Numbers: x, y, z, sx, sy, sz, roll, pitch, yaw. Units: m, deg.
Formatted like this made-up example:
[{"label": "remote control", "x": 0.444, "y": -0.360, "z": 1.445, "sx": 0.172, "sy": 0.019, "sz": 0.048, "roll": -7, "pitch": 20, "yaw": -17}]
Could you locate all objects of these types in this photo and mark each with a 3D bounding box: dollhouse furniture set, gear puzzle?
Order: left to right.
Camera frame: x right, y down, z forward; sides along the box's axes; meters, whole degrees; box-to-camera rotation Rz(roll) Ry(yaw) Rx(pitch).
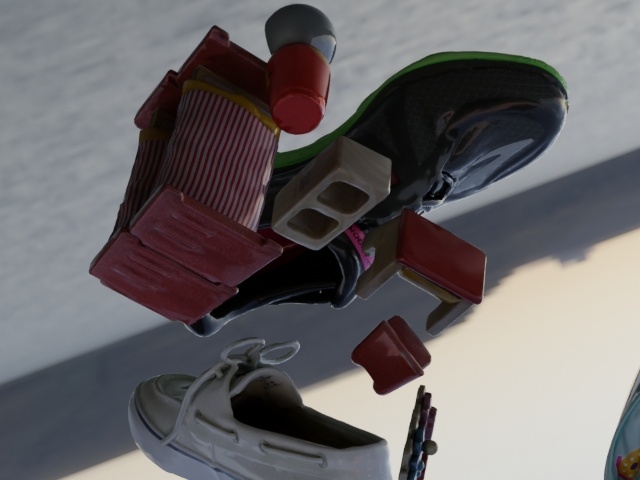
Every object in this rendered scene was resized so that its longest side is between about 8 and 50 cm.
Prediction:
[{"label": "dollhouse furniture set", "x": 0.000, "y": 0.000, "z": 1.612, "sx": 0.374, "sy": 0.201, "sz": 0.152, "roll": 28, "pitch": 138, "yaw": -22}, {"label": "gear puzzle", "x": 0.124, "y": 0.382, "z": 2.511, "sx": 0.044, "sy": 0.339, "sz": 0.175, "roll": 11, "pitch": -148, "yaw": 5}]

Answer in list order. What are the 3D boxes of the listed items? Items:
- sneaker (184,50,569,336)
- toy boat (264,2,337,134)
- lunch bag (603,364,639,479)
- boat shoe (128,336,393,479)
[{"label": "sneaker", "x": 0.047, "y": -0.032, "z": 1.852, "sx": 0.482, "sy": 0.202, "sz": 0.185, "roll": -26, "pitch": 134, "yaw": 1}, {"label": "toy boat", "x": 0.012, "y": -0.245, "z": 1.464, "sx": 0.267, "sy": 0.318, "sz": 0.148, "roll": 13, "pitch": -144, "yaw": -9}, {"label": "lunch bag", "x": 0.308, "y": 0.114, "z": 1.325, "sx": 0.262, "sy": 0.160, "sz": 0.223, "roll": -50, "pitch": 177, "yaw": 10}, {"label": "boat shoe", "x": -0.061, "y": 0.158, "z": 1.682, "sx": 0.135, "sy": 0.156, "sz": 0.367, "roll": -9, "pitch": -160, "yaw": -33}]
